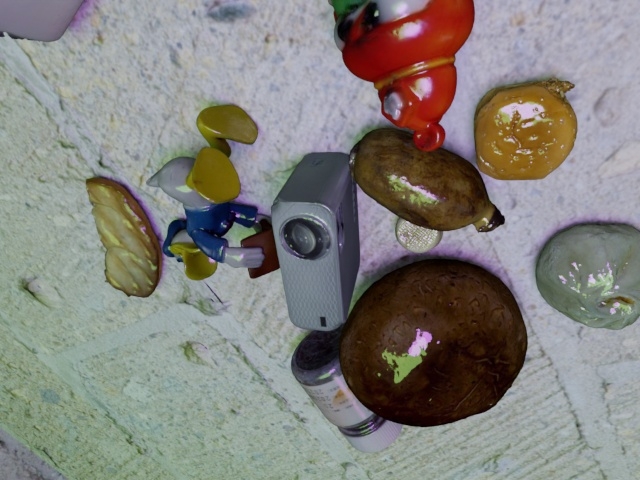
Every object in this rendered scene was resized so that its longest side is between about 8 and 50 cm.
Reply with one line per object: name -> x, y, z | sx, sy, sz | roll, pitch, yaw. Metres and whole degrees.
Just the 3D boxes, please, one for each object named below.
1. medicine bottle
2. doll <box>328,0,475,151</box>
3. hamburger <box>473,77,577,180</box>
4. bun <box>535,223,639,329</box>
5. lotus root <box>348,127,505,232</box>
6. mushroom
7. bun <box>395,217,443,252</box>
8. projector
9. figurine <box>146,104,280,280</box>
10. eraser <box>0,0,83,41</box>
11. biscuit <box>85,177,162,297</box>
medicine bottle -> 0.066, 0.332, 0.971 | 0.165, 0.165, 0.273 | -21, 116, 26
doll -> 0.098, -0.289, 0.536 | 0.183, 0.160, 0.362 | 1, 110, 53
hamburger -> 0.298, -0.160, 0.633 | 0.138, 0.083, 0.147 | -1, 126, 16
bun -> 0.467, 0.065, 0.718 | 0.196, 0.118, 0.195 | 9, 125, 13
lotus root -> 0.166, -0.085, 0.675 | 0.260, 0.145, 0.128 | 25, 114, 2
mushroom -> 0.214, 0.194, 0.804 | 0.346, 0.239, 0.344 | -10, 110, -28
bun -> 0.177, -0.020, 0.775 | 0.086, 0.055, 0.086 | 6, 111, 16
projector -> 0.000, 0.000, 0.745 | 0.108, 0.198, 0.250 | 3, 124, 13
figurine -> -0.196, -0.039, 0.825 | 0.284, 0.204, 0.338 | 38, 136, -20
eraser -> -0.510, -0.413, 0.538 | 0.150, 0.331, 0.331 | -33, 110, 30
biscuit -> -0.427, 0.006, 0.957 | 0.154, 0.045, 0.299 | 13, 124, 7
